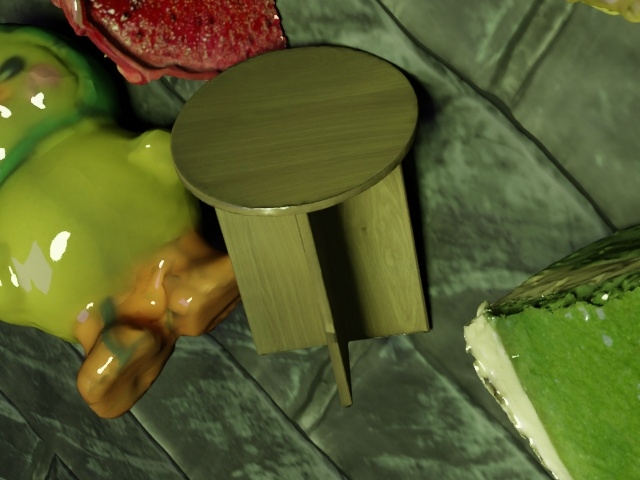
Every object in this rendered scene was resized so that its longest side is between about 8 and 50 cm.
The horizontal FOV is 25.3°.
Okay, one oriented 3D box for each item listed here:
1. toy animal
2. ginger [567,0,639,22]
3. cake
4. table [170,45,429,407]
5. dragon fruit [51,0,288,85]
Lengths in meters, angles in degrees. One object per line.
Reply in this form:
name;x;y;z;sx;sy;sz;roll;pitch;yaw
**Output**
toy animal;-0.208;-0.029;1.204;0.338;0.216;0.191;48;173;15
ginger;0.183;-0.191;0.639;0.275;0.130;0.221;36;132;28
cake;0.205;0.017;0.760;0.172;0.158;0.283;43;143;20
table;0.000;0.000;1.020;0.167;0.167;0.227;28;147;34
dragon fruit;-0.147;-0.215;0.990;0.126;0.161;0.274;8;127;45
